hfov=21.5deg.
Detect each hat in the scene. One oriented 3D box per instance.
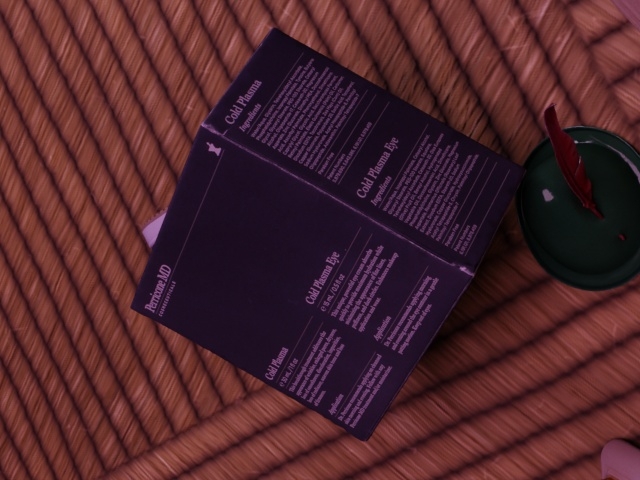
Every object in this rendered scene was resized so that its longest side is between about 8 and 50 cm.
[{"bbox_3d":[0.239,-0.032,1.767,0.173,0.183,0.208,-15,91,36],"label":"hat"}]

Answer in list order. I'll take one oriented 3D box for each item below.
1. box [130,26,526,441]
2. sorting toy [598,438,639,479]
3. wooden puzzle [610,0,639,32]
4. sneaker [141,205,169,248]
[{"bbox_3d":[0.000,0.000,1.831,0.313,0.179,0.343,29,139,1],"label":"box"},{"bbox_3d":[0.346,0.336,1.805,0.193,0.038,0.208,-152,60,-69],"label":"sorting toy"},{"bbox_3d":[0.356,-0.277,1.671,0.238,0.044,0.221,55,156,16],"label":"wooden puzzle"},{"bbox_3d":[-0.095,-0.008,2.070,0.282,0.099,0.153,-31,80,41],"label":"sneaker"}]
